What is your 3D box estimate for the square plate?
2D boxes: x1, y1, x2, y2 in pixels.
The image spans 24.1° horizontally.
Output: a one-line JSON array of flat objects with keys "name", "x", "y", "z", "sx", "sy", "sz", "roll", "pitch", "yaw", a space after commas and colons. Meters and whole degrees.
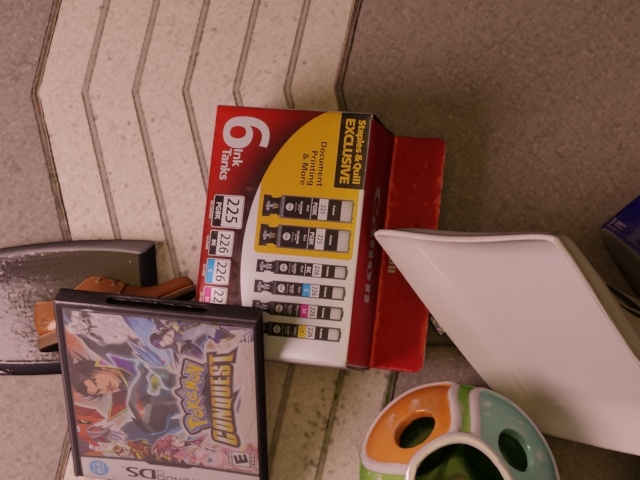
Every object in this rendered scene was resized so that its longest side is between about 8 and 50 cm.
[{"name": "square plate", "x": 0.256, "y": 0.107, "z": 1.702, "sx": 0.049, "sy": 0.347, "sz": 0.344, "roll": -47, "pitch": 113, "yaw": -20}]

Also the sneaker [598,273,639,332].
[{"name": "sneaker", "x": 0.404, "y": 0.155, "z": 1.846, "sx": 0.122, "sy": 0.146, "sz": 0.330, "roll": -33, "pitch": 105, "yaw": 30}]

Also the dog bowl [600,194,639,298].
[{"name": "dog bowl", "x": 0.453, "y": 0.056, "z": 1.779, "sx": 0.104, "sy": 0.265, "sz": 0.265, "roll": -37, "pitch": 84, "yaw": 1}]

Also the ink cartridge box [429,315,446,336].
[{"name": "ink cartridge box", "x": 0.192, "y": 0.079, "z": 1.889, "sx": 0.115, "sy": 0.063, "sz": 0.029, "roll": -33, "pitch": 83, "yaw": -1}]

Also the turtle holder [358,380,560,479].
[{"name": "turtle holder", "x": 0.173, "y": 0.326, "z": 1.784, "sx": 0.243, "sy": 0.227, "sz": 0.320, "roll": -11, "pitch": 84, "yaw": 1}]

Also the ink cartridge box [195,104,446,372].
[{"name": "ink cartridge box", "x": 0.000, "y": 0.000, "z": 1.847, "sx": 0.271, "sy": 0.130, "sz": 0.309, "roll": 4, "pitch": 84, "yaw": 15}]

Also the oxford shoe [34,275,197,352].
[{"name": "oxford shoe", "x": -0.256, "y": 0.073, "z": 1.854, "sx": 0.212, "sy": 0.076, "sz": 0.076, "roll": -16, "pitch": 76, "yaw": 0}]

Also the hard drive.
[{"name": "hard drive", "x": -0.336, "y": 0.085, "z": 1.917, "sx": 0.254, "sy": 0.054, "sz": 0.172, "roll": -4, "pitch": 84, "yaw": 2}]

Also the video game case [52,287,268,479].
[{"name": "video game case", "x": -0.190, "y": 0.189, "z": 1.820, "sx": 0.248, "sy": 0.035, "sz": 0.275, "roll": 5, "pitch": 123, "yaw": 9}]
